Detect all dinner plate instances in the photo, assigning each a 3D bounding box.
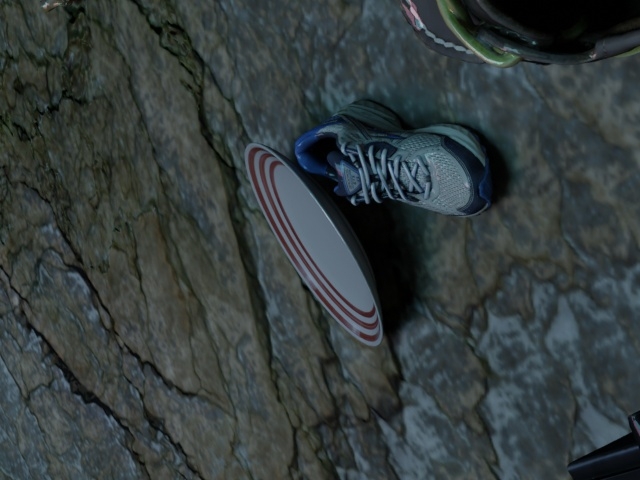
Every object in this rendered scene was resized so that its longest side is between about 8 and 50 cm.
[{"bbox_3d":[0.000,0.000,0.933,0.141,0.017,0.141,52,164,22],"label":"dinner plate"}]

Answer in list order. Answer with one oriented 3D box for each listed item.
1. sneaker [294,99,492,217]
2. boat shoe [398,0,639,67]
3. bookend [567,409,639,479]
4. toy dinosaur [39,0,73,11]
[{"bbox_3d":[0.036,-0.037,0.848,0.135,0.058,0.052,20,124,50],"label":"sneaker"},{"bbox_3d":[0.097,-0.122,0.624,0.117,0.096,0.324,54,161,-11],"label":"boat shoe"},{"bbox_3d":[0.161,0.157,0.755,0.156,0.072,0.157,-32,79,58],"label":"bookend"},{"bbox_3d":[-0.169,-0.223,1.077,0.093,0.053,0.183,51,154,0],"label":"toy dinosaur"}]
